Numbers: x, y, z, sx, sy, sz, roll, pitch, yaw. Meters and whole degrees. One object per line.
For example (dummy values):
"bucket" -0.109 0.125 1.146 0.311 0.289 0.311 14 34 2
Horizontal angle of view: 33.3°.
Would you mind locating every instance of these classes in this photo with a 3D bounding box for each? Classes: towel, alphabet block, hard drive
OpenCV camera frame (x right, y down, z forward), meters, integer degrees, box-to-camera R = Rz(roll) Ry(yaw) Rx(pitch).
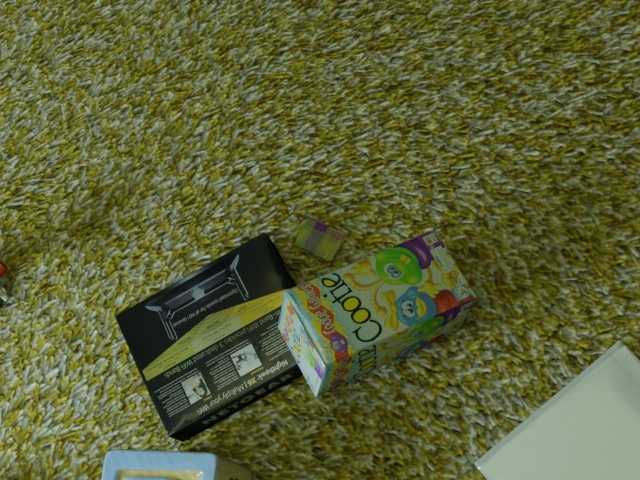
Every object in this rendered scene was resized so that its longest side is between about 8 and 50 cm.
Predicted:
"towel" 0.000 0.000 1.913 0.083 0.009 0.060 24 79 20
"alphabet block" -0.232 0.443 1.716 0.193 0.197 0.192 1 73 14
"hard drive" 0.425 0.332 1.681 0.307 0.040 0.203 -40 67 -3

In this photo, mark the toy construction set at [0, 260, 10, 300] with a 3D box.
"toy construction set" -0.698 0.122 1.927 0.327 0.215 0.151 -30 68 2

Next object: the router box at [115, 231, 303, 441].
"router box" -0.169 0.167 1.857 0.309 0.081 0.243 -29 68 2

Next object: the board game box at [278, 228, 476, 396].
"board game box" 0.088 0.117 1.732 0.275 0.144 0.142 -22 67 -17
